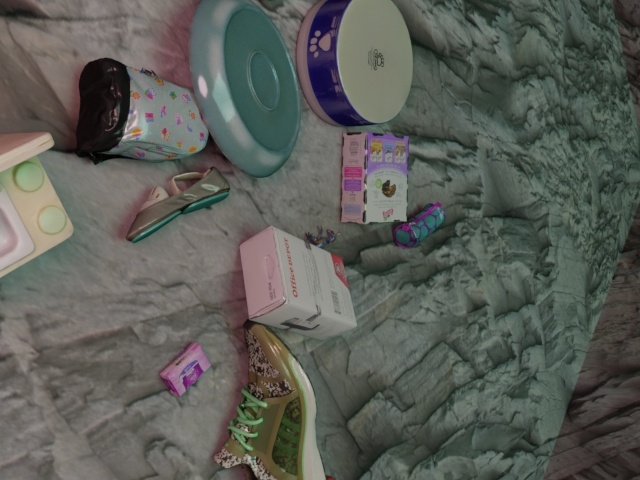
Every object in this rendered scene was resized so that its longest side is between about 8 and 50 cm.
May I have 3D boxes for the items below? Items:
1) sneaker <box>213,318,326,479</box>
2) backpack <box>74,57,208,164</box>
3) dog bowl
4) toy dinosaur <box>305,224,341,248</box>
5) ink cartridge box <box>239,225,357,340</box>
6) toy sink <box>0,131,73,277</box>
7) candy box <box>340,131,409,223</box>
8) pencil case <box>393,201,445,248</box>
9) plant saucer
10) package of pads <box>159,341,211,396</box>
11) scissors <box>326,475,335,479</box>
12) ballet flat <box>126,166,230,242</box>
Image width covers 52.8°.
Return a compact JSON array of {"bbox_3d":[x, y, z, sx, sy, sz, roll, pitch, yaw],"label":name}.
[{"bbox_3d":[-0.109,0.348,1.186,0.182,0.158,0.410,-17,103,-29],"label":"sneaker"},{"bbox_3d":[-0.257,-0.176,0.953,0.182,0.115,0.151,12,83,-52],"label":"backpack"},{"bbox_3d":[0.076,-0.367,1.322,0.265,0.104,0.264,-9,102,-48],"label":"dog bowl"},{"bbox_3d":[0.000,0.000,1.347,0.090,0.047,0.082,-52,151,14],"label":"toy dinosaur"},{"bbox_3d":[-0.041,0.086,1.208,0.218,0.092,0.158,28,42,-49],"label":"ink cartridge box"},{"bbox_3d":[-0.390,-0.031,0.726,0.153,0.234,0.131,-41,124,-39],"label":"toy sink"},{"bbox_3d":[0.123,-0.137,1.431,0.165,0.070,0.196,-4,97,-49],"label":"candy box"},{"bbox_3d":[0.246,-0.038,1.591,0.152,0.064,0.070,-35,145,-42],"label":"pencil case"},{"bbox_3d":[-0.109,-0.266,1.090,0.318,0.044,0.317,26,60,-60],"label":"plant saucer"},{"bbox_3d":[-0.228,0.219,1.099,0.083,0.032,0.050,-45,125,-36],"label":"package of pads"},{"bbox_3d":[-0.054,0.592,1.355,0.297,0.021,0.109,-11,105,-50],"label":"scissors"},{"bbox_3d":[-0.238,-0.064,1.039,0.213,0.072,0.068,-33,91,-43],"label":"ballet flat"}]
